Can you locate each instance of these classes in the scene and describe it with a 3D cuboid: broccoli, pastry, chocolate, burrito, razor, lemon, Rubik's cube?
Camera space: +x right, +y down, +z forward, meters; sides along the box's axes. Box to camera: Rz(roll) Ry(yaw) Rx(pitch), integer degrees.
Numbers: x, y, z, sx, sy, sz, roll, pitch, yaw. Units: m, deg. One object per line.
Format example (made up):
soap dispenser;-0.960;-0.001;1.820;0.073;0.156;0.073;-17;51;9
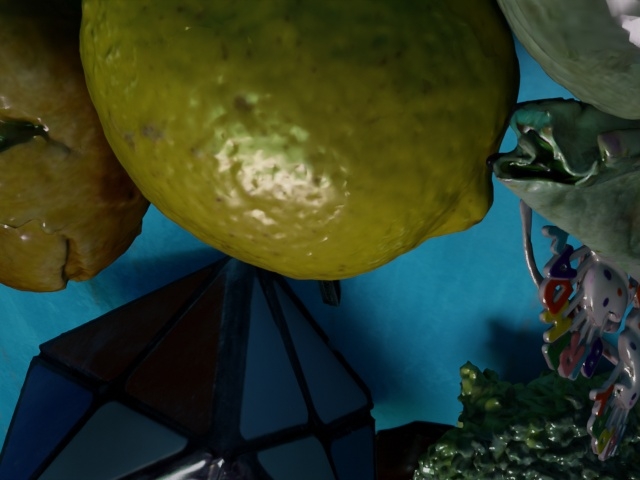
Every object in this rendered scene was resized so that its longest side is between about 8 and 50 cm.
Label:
broccoli;0.230;0.213;0.971;0.288;0.248;0.245;52;178;-31
pastry;-0.269;-0.118;0.786;0.356;0.164;0.356;38;151;25
chocolate;0.114;0.281;1.186;0.125;0.080;0.149;19;145;8
burrito;0.218;-0.024;0.662;0.096;0.066;0.309;-41;140;24
razor;-0.002;0.004;0.948;0.066;0.033;0.190;12;143;19
lemon;-0.018;-0.110;0.636;0.310;0.253;0.253;33;144;-3
Rubik's cube;-0.122;0.244;1.028;0.307;0.305;0.310;-25;123;16

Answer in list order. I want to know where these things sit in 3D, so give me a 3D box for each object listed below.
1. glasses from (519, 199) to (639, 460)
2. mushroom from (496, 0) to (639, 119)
glasses;0.206;0.062;0.787;0.095;0.162;0.255;1;137;36
mushroom;0.164;-0.180;0.505;0.189;0.164;0.267;22;144;4
